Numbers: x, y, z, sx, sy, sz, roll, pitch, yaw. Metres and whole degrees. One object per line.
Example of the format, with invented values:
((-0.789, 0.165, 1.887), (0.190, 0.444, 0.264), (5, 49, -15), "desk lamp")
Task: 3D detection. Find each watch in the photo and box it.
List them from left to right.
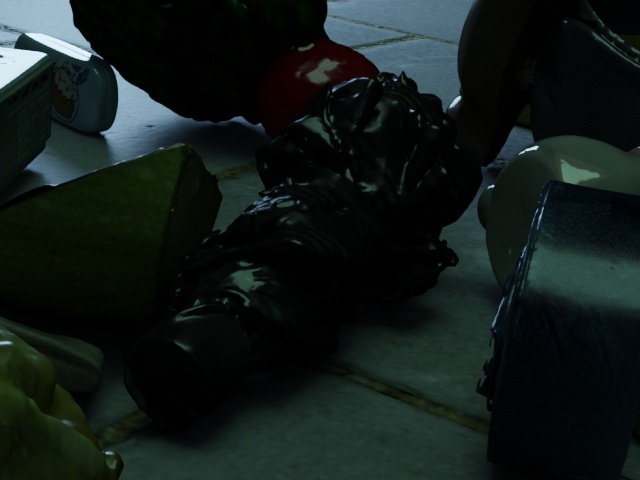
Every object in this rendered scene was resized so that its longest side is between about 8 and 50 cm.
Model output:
((0.319, -0.188, 1.096), (0.327, 0.314, 0.335), (26, 50, 13), "watch")

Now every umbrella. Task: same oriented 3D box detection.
((0.000, -0.012, 0.742), (0.128, 0.154, 0.336), (0, 15, 28), "umbrella")

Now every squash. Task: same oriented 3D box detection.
((-0.137, 0.023, 0.733), (0.184, 0.085, 0.192), (-22, -9, 0), "squash")

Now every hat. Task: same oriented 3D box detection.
((-0.057, -0.203, 1.142), (0.332, 0.242, 0.274), (39, 4, 26), "hat")

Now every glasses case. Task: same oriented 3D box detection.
((-0.248, -0.153, 1.187), (0.045, 0.067, 0.178), (-8, 24, -39), "glasses case")

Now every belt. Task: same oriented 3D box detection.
((0.133, 0.043, 0.646), (0.082, 0.141, 0.190), (13, 26, 12), "belt")

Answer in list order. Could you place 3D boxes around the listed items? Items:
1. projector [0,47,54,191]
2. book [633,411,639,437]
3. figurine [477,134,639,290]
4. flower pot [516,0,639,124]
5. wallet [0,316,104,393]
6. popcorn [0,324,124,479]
((-0.356, -0.096, 0.960), (0.257, 0.099, 0.192), (7, 19, 1), "projector")
((0.339, 0.130, 0.644), (0.295, 0.020, 0.208), (-1, 21, -17), "book")
((0.243, -0.005, 0.842), (0.235, 0.127, 0.155), (1, 2, -22), "figurine")
((0.273, -0.229, 1.381), (0.195, 0.179, 0.195), (4, 19, -1), "flower pot")
((-0.281, 0.020, 0.594), (0.335, 0.068, 0.275), (11, -5, 8), "wallet")
((-0.165, 0.096, 0.394), (0.167, 0.187, 0.185), (-24, 19, 24), "popcorn")
